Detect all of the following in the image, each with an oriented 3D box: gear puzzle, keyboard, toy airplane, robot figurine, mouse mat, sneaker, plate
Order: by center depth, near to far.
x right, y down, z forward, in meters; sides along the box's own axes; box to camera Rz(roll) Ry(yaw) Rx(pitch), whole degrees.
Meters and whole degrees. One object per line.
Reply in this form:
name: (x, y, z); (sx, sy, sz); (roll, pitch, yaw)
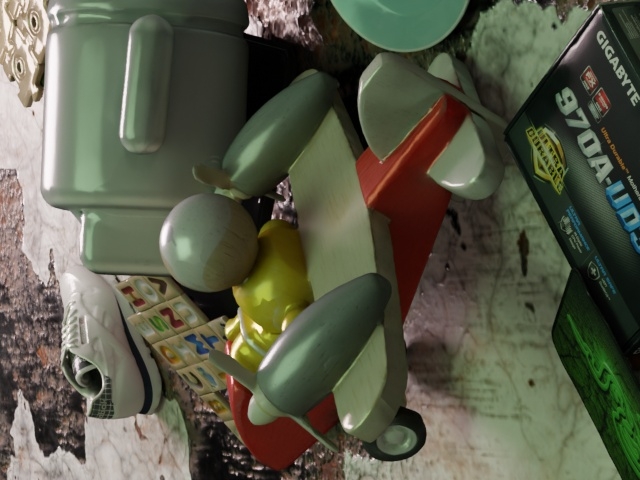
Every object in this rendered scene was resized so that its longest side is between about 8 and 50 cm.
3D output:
mouse mat: (0.232, 0.127, 1.573); (0.152, 0.007, 0.190); (92, 154, -64)
toy airplane: (0.000, 0.000, 1.720); (0.386, 0.272, 0.384); (151, 127, -72)
plate: (0.069, -0.260, 1.748); (0.188, 0.024, 0.188); (17, 116, 38)
robot figurine: (-0.172, -0.141, 1.949); (0.300, 0.199, 0.353); (175, 97, -81)
keyboard: (-0.115, -0.063, 2.065); (0.201, 0.033, 0.317); (20, 103, 40)
sneaker: (-0.275, 0.118, 2.394); (0.235, 0.095, 0.090); (57, 144, 37)
gear puzzle: (-0.362, -0.273, 2.493); (0.339, 0.044, 0.175); (58, 141, 29)

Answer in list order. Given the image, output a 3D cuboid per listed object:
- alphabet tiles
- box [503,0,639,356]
alphabet tiles: (-0.114, 0.122, 2.072); (0.237, 0.009, 0.198); (48, 154, -10)
box: (0.240, -0.046, 1.525); (0.220, 0.051, 0.175); (66, 147, 24)
